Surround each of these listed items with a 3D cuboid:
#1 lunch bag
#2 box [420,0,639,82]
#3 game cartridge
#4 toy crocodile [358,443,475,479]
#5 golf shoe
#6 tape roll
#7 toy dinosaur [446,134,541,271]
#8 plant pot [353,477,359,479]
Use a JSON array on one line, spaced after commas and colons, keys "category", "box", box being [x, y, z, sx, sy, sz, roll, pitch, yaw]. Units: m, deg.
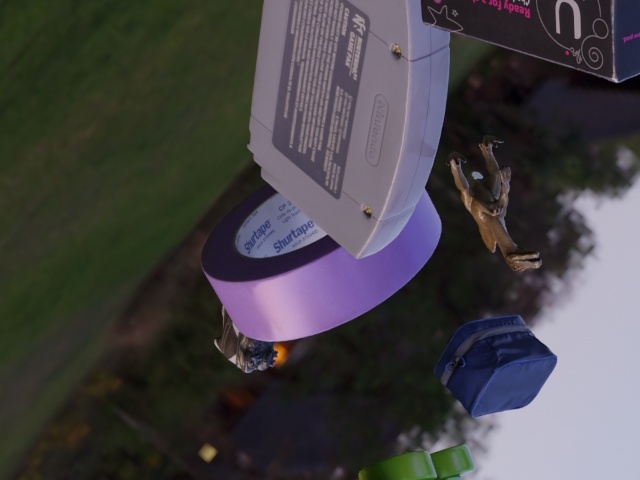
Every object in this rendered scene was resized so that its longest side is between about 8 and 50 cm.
[{"category": "lunch bag", "box": [0.144, 0.104, 1.533, 0.098, 0.065, 0.067, -3, 132, -44]}, {"category": "box", "box": [0.195, -0.200, 1.034, 0.247, 0.142, 0.163, -21, -151, -34]}, {"category": "game cartridge", "box": [0.024, -0.137, 1.573, 0.062, 0.198, 0.297, -29, 144, -36]}, {"category": "toy crocodile", "box": [0.080, 0.249, 1.553, 0.105, 0.115, 0.340, -23, 168, 16]}, {"category": "golf shoe", "box": [-0.087, 0.066, 2.289, 0.077, 0.094, 0.198, 11, 98, -52]}, {"category": "tape roll", "box": [0.000, 0.000, 2.104, 0.275, 0.090, 0.275, -23, -154, 12]}, {"category": "toy dinosaur", "box": [0.136, -0.038, 1.522, 0.053, 0.092, 0.183, -14, -149, -5]}, {"category": "plant pot", "box": [0.022, 0.412, 1.909, 0.239, 0.254, 0.254, -26, 168, -35]}]
